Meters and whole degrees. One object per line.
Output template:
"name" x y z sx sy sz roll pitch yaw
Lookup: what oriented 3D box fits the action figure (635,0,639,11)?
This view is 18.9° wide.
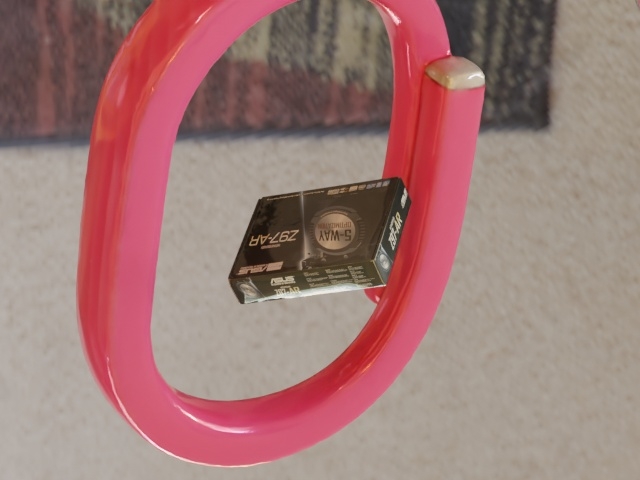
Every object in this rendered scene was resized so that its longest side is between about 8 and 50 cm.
"action figure" 0.214 -0.258 1.087 0.275 0.248 0.370 8 110 -8

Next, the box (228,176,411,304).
"box" 0.000 0.000 0.986 0.083 0.067 0.018 -8 128 25

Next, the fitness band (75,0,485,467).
"fitness band" -0.021 -0.015 0.983 0.209 0.054 0.291 -10 122 -32
